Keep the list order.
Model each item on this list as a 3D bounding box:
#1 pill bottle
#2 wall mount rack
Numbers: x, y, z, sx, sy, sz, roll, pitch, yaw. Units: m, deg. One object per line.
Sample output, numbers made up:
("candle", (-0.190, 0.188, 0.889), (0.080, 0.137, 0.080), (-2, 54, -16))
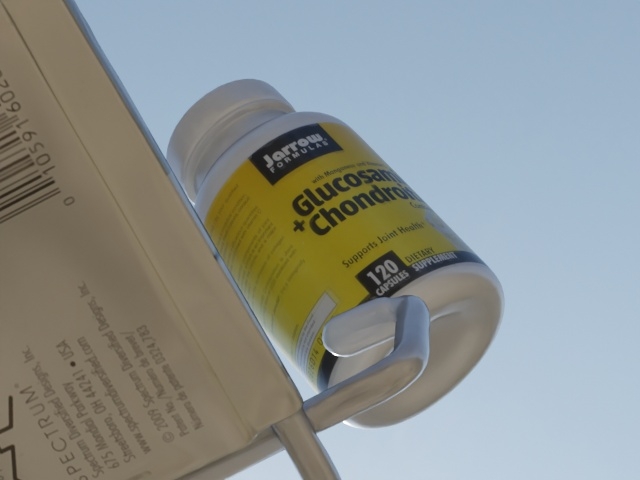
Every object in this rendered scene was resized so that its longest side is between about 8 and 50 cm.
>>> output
("pill bottle", (0.000, 0.000, 0.782), (0.103, 0.184, 0.103), (-28, -35, -22))
("wall mount rack", (-0.139, 0.016, 0.573), (0.304, 0.130, 0.350), (-27, -79, 9))
